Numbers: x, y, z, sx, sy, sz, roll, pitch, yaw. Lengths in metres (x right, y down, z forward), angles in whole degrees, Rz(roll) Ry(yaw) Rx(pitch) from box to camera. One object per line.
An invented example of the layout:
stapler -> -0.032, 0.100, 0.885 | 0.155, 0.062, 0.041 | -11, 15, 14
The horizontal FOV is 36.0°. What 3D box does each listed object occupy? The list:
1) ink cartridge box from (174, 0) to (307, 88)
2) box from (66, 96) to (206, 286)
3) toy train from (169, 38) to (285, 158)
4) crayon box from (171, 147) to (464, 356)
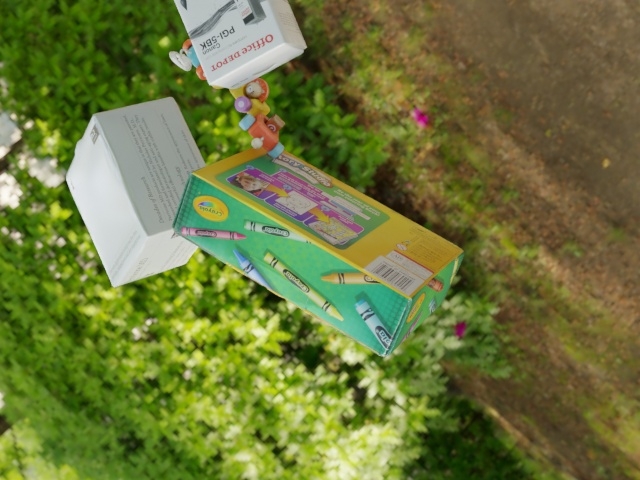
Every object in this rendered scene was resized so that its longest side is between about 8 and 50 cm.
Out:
ink cartridge box -> -0.089, -0.238, 1.016 | 0.135, 0.099, 0.056 | 67, -158, 5
box -> -0.235, -0.062, 1.300 | 0.182, 0.119, 0.181 | 64, 148, 12
toy train -> -0.094, -0.175, 1.132 | 0.166, 0.046, 0.125 | 45, -164, -13
crayon box -> 0.000, 0.000, 1.085 | 0.278, 0.165, 0.081 | 30, 118, 16
